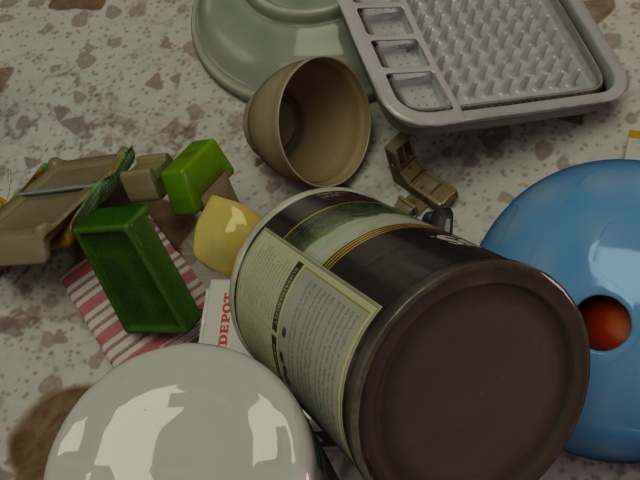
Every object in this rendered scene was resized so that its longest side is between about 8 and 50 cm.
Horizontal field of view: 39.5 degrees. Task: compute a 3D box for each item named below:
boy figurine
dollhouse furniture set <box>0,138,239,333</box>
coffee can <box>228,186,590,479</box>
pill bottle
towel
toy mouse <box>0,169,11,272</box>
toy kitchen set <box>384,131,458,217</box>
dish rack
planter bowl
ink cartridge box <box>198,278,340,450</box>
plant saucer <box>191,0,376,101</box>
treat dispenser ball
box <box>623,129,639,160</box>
[{"bbox_3d":[0.000,0.000,1.019,0.285,0.177,0.092,4,88,-4],"label":"boy figurine"},{"bbox_3d":[-0.259,-0.005,1.109,0.302,0.151,0.197,-3,34,32],"label":"dollhouse furniture set"},{"bbox_3d":[0.058,0.078,0.758,0.201,0.201,0.275,-37,26,-11],"label":"coffee can"},{"bbox_3d":[-0.076,0.249,0.775,0.204,0.361,0.204,-5,59,9],"label":"pill bottle"},{"bbox_3d":[-0.225,0.070,1.108,0.144,0.029,0.197,-35,57,-10],"label":"towel"},{"bbox_3d":[-0.405,-0.001,1.181,0.143,0.031,0.161,24,67,23],"label":"toy mouse"},{"bbox_3d":[0.112,-0.072,1.095,0.068,0.075,0.083,-43,57,-13],"label":"toy kitchen set"},{"bbox_3d":[0.193,-0.249,1.139,0.333,0.072,0.285,-10,59,-16],"label":"dish rack"},{"bbox_3d":[-0.029,-0.150,1.136,0.109,0.162,0.162,8,58,45],"label":"planter bowl"},{"bbox_3d":[-0.009,0.136,0.981,0.237,0.100,0.172,-1,60,9],"label":"ink cartridge box"},{"bbox_3d":[-0.003,-0.368,1.279,0.401,0.100,0.400,-5,59,9],"label":"plant saucer"},{"bbox_3d":[0.285,0.066,0.855,0.288,0.288,0.288,-5,59,8],"label":"treat dispenser ball"},{"bbox_3d":[0.398,-0.066,1.065,0.081,0.028,0.136,12,65,17],"label":"box"}]
